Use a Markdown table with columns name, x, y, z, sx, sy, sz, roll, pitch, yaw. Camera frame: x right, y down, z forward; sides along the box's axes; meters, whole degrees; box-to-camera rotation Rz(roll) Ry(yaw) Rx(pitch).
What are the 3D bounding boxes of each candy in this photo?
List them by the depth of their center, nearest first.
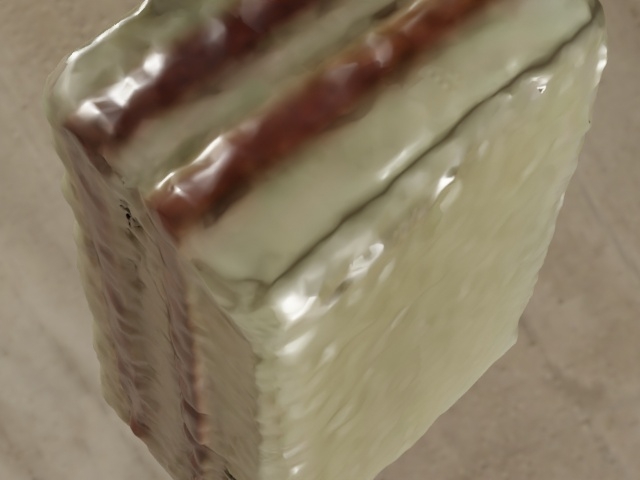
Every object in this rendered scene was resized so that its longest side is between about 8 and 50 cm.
| name | x | y | z | sx | sy | sz | roll | pitch | yaw |
| --- | --- | --- | --- | --- | --- | --- | --- | --- | --- |
| candy | 0.000 | 0.000 | 0.730 | 0.135 | 0.179 | 0.321 | 45 | 159 | 17 |
